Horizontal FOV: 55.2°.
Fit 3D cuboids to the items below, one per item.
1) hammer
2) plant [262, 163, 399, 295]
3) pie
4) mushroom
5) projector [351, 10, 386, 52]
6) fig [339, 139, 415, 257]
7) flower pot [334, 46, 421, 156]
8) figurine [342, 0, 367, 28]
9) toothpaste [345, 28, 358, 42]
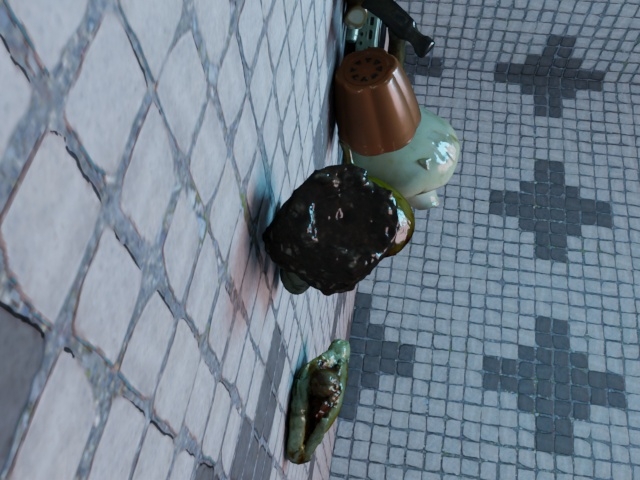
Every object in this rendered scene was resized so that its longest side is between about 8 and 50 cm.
[{"bbox_3d":[0.162,-0.396,1.322,0.044,0.168,0.440,-43,174,3],"label":"hammer"},{"bbox_3d":[-0.001,0.001,0.810,0.146,0.149,0.274,-38,178,-15],"label":"plant"},{"bbox_3d":[-0.012,0.340,1.296,0.274,0.106,0.257,-54,165,-71],"label":"pie"},{"bbox_3d":[0.238,-0.207,1.723,0.336,0.314,0.314,59,35,-51],"label":"mushroom"},{"bbox_3d":[0.119,-0.528,1.494,0.259,0.079,0.257,-20,117,-83],"label":"projector"},{"bbox_3d":[0.114,-0.112,1.537,0.217,0.217,0.320,-51,127,-77],"label":"fig"},{"bbox_3d":[0.112,-0.305,1.302,0.173,0.191,0.190,67,29,-54],"label":"flower pot"},{"bbox_3d":[0.142,-0.579,1.243,0.177,0.173,0.247,70,27,-76],"label":"figurine"},{"bbox_3d":[0.087,-0.540,1.341,0.037,0.062,0.216,15,85,-65],"label":"toothpaste"}]
